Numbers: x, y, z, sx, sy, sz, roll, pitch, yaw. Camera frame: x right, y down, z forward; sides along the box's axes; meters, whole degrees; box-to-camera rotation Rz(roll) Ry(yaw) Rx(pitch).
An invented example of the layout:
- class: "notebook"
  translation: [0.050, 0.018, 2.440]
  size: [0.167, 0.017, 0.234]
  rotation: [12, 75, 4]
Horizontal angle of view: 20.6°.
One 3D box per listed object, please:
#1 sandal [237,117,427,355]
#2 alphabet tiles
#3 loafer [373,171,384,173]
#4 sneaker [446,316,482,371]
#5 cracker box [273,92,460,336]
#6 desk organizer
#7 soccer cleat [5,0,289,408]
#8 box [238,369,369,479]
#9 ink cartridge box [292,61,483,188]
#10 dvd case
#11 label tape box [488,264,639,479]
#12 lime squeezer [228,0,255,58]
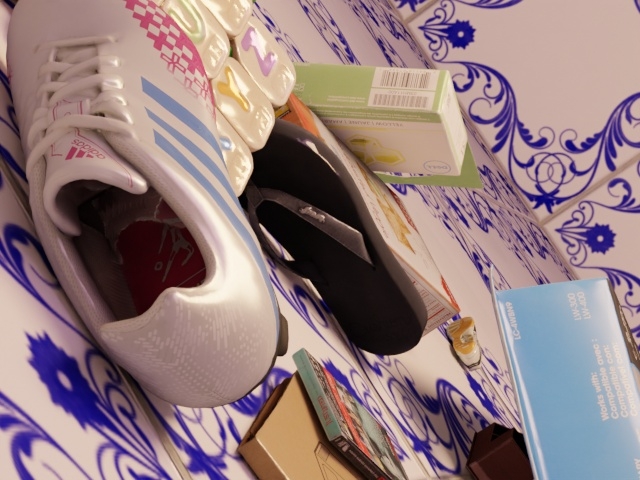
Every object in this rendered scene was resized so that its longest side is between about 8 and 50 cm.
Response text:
- class: "sandal"
  translation: [0.001, 0.000, 1.421]
  size: [0.254, 0.097, 0.054]
  rotation: [50, 39, -20]
- class: "alphabet tiles"
  translation: [-0.117, -0.177, 1.290]
  size: [0.278, 0.021, 0.284]
  rotation: [51, 39, -25]
- class: "loafer"
  translation: [0.044, -0.064, 1.914]
  size: [0.045, 0.039, 0.125]
  rotation: [20, 12, -3]
- class: "sneaker"
  translation: [0.155, 0.111, 1.875]
  size: [0.083, 0.032, 0.037]
  rotation: [-85, 152, -66]
- class: "cracker box"
  translation: [0.027, -0.019, 1.619]
  size: [0.232, 0.067, 0.156]
  rotation: [42, 17, -50]
- class: "desk organizer"
  translation: [0.171, 0.197, 1.623]
  size: [0.047, 0.050, 0.130]
  rotation: [55, 11, -1]
- class: "soccer cleat"
  translation: [-0.118, -0.056, 1.011]
  size: [0.143, 0.116, 0.331]
  rotation: [38, 21, -57]
- class: "box"
  translation: [0.025, 0.187, 1.137]
  size: [0.201, 0.021, 0.164]
  rotation: [55, 11, -4]
- class: "ink cartridge box"
  translation: [0.058, -0.090, 1.715]
  size: [0.235, 0.171, 0.056]
  rotation: [65, 33, -59]
- class: "dvd case"
  translation: [0.027, 0.134, 1.209]
  size: [0.119, 0.013, 0.087]
  rotation: [46, 12, -42]
- class: "label tape box"
  translation: [0.253, 0.176, 1.599]
  size: [0.347, 0.115, 0.249]
  rotation: [55, 21, -64]
- class: "lime squeezer"
  translation: [-0.053, -0.193, 1.723]
  size: [0.310, 0.110, 0.059]
  rotation: [87, -16, -45]
